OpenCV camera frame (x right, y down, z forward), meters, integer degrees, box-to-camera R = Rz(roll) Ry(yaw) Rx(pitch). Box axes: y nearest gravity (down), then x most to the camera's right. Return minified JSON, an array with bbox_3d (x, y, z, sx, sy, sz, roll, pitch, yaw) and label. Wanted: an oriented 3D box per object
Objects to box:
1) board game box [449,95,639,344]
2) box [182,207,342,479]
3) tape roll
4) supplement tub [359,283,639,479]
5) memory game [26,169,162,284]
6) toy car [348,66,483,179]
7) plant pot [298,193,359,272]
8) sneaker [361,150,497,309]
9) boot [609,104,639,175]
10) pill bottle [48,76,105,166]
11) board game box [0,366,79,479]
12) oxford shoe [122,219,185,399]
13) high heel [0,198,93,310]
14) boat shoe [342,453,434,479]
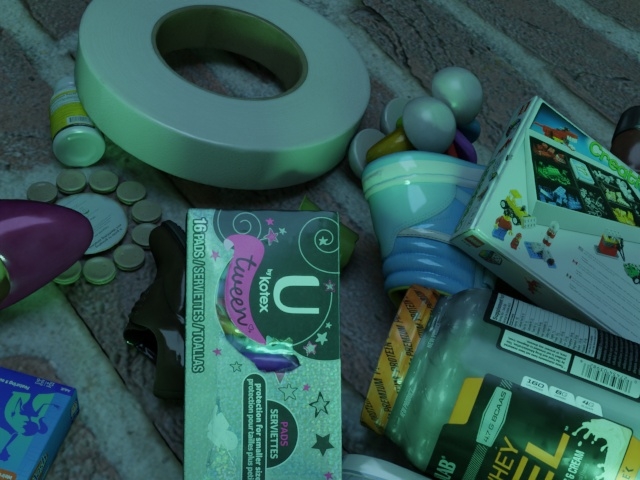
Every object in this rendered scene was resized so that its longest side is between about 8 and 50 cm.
[{"bbox_3d":[0.309,0.005,1.062,0.305,0.053,0.193,36,64,-11],"label":"board game box"},{"bbox_3d":[-0.056,0.106,0.889,0.142,0.163,0.247,0,79,-8],"label":"box"},{"bbox_3d":[-0.124,-0.222,1.262,0.392,0.072,0.392,11,43,-10],"label":"tape roll"},{"bbox_3d":[0.210,0.165,0.922,0.316,0.193,0.193,20,48,11],"label":"supplement tub"},{"bbox_3d":[-0.278,-0.019,1.136,0.186,0.012,0.186,5,47,-5],"label":"memory game"},{"bbox_3d":[0.139,-0.122,1.221,0.136,0.159,0.182,51,51,-10],"label":"toy car"},{"bbox_3d":[0.000,0.000,1.124,0.079,0.083,0.083,26,49,-1],"label":"plant pot"},{"bbox_3d":[0.192,0.022,1.115,0.319,0.127,0.208,6,71,-27],"label":"sneaker"},{"bbox_3d":[0.469,-0.016,1.192,0.264,0.096,0.280,28,55,-8],"label":"boot"},{"bbox_3d":[-0.311,-0.154,1.217,0.065,0.065,0.116,-6,49,-14],"label":"pill bottle"},{"bbox_3d":[-0.343,0.212,0.895,0.160,0.047,0.210,14,48,5],"label":"board game box"},{"bbox_3d":[-0.167,0.068,1.028,0.096,0.083,0.227,-8,50,-13],"label":"oxford shoe"},{"bbox_3d":[-0.397,0.077,0.938,0.377,0.127,0.181,-23,33,-10],"label":"high heel"},{"bbox_3d":[0.113,0.275,0.897,0.227,0.079,0.081,18,64,9],"label":"boat shoe"}]
